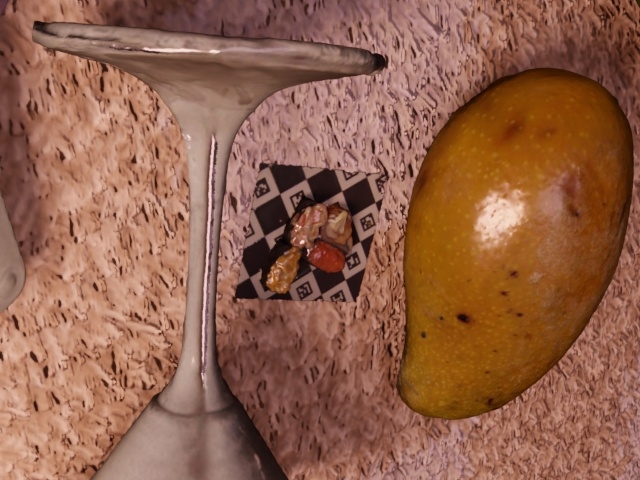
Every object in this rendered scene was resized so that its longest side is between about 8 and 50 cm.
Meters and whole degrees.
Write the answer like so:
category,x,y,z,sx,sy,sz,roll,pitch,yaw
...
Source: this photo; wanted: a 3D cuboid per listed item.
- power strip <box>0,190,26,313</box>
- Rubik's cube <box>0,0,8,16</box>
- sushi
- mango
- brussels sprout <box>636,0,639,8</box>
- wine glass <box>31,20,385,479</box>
category,x,y,z,sx,sy,sz,roll,pitch,yaw
power strip,-0.235,-0.086,0.376,0.091,0.062,0.385,-54,153,-46
Rubik's cube,-0.147,-0.239,0.366,0.190,0.178,0.211,-42,124,-13
sushi,0.000,0.000,0.624,0.126,0.026,0.120,4,106,-31
mango,0.163,0.019,0.646,0.176,0.175,0.330,8,110,15
brussels sprout,0.403,-0.282,0.580,0.281,0.289,0.355,-1,135,-29
wine glass,-0.077,0.075,0.488,0.267,0.267,0.406,0,103,-29
